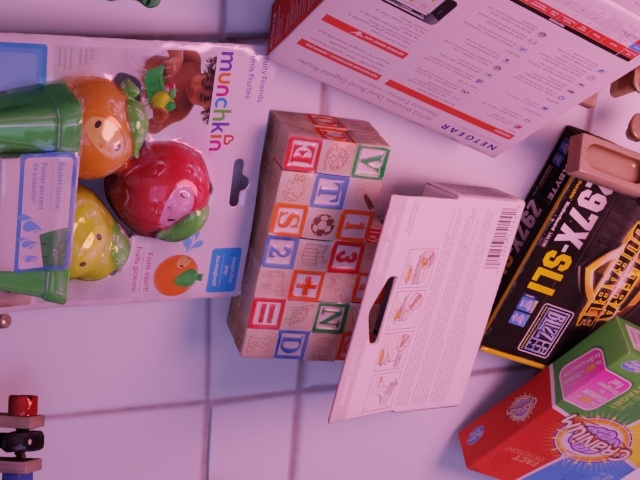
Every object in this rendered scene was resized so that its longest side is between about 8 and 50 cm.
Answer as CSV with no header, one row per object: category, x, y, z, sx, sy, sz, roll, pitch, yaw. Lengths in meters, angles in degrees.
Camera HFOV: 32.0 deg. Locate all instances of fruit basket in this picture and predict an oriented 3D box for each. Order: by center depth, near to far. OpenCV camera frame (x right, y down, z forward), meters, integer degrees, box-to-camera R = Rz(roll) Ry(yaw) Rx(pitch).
fruit basket,-0.225,-0.062,1.234,0.353,0.165,0.327,1,116,-22

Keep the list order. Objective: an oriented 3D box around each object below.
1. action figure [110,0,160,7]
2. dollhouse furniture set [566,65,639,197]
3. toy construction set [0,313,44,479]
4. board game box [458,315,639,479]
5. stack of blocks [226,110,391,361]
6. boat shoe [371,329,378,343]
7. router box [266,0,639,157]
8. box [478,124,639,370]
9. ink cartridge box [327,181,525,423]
action figure,-0.240,-0.332,1.145,0.137,0.063,0.232,-37,118,0
dollhouse furniture set,0.379,-0.151,1.351,0.144,0.123,0.151,16,76,-25
toy construction set,-0.475,0.275,1.317,0.237,0.257,0.309,-7,109,35
board game box,0.392,0.253,1.588,0.242,0.064,0.316,23,129,-29
stack of blocks,0.000,0.000,1.382,0.171,0.087,0.297,4,115,-20
boat shoe,0.099,0.172,1.526,0.045,0.050,0.135,-44,121,1
router box,0.158,-0.240,1.215,0.335,0.082,0.301,20,148,-27
box,0.375,0.031,1.531,0.257,0.079,0.322,19,109,-24
ink cartridge box,0.118,0.074,1.402,0.261,0.066,0.296,2,109,-44
